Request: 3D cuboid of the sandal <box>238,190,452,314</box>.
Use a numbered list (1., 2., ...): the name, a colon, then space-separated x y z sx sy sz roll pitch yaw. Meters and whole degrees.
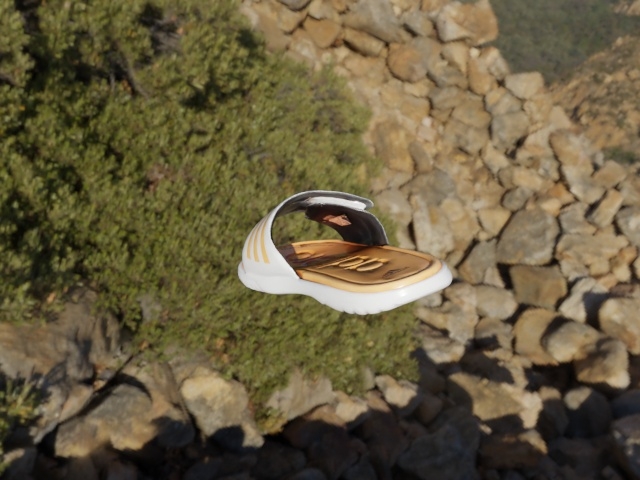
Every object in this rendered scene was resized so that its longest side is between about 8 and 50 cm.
1. sandal: 0.010 -0.003 0.574 0.102 0.076 0.265 -18 10 -24
